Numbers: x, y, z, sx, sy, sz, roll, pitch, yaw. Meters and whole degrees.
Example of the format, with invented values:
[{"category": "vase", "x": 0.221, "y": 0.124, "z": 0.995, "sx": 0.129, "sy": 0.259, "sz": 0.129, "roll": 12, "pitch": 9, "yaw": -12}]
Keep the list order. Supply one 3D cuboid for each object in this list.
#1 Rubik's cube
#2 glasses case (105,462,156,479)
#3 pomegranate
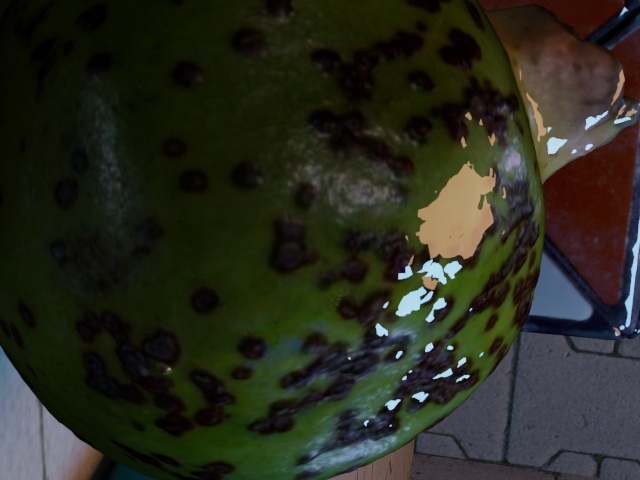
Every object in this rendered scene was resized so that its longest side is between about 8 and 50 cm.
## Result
[{"category": "Rubik's cube", "x": 0.131, "y": -0.116, "z": 1.442, "sx": 0.310, "sy": 0.307, "sz": 0.305, "roll": -66, "pitch": 159, "yaw": -71}, {"category": "glasses case", "x": -0.087, "y": 0.154, "z": 1.012, "sx": 0.301, "sy": 0.070, "sz": 0.117, "roll": -70, "pitch": 170, "yaw": -67}, {"category": "pomegranate", "x": -0.010, "y": -0.026, "z": 0.704, "sx": 0.254, "sy": 0.270, "sz": 0.254, "roll": 160, "pitch": -90, "yaw": -84}]
